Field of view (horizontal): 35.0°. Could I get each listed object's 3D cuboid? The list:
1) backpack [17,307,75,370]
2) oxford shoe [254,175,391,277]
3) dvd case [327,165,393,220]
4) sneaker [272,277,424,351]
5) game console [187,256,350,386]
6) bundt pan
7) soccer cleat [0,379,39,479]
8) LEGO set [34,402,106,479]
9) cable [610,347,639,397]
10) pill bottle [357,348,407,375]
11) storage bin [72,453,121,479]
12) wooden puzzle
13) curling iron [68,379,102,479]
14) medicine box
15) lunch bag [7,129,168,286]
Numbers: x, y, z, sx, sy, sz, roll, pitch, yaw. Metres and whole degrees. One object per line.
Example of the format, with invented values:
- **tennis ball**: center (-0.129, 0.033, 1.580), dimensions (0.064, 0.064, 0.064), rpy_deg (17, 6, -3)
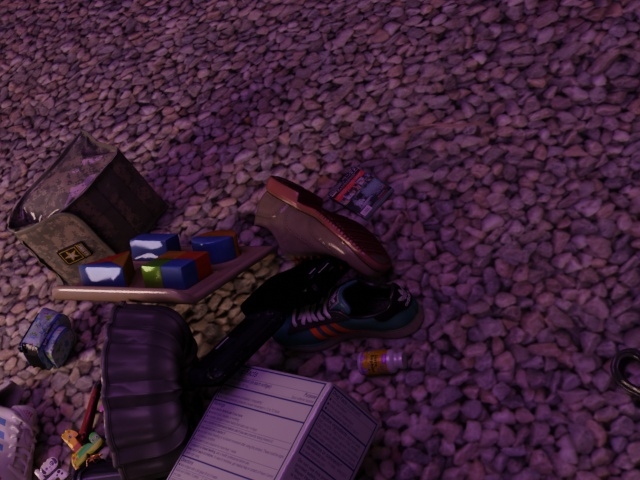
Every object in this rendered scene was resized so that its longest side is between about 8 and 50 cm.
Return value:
- **backpack**: center (-0.569, 0.208, 2.143), dimensions (0.084, 0.105, 0.114), rpy_deg (14, 61, 10)
- **oxford shoe**: center (0.000, 0.000, 2.006), dimensions (0.348, 0.123, 0.130), rpy_deg (37, 104, 41)
- **dvd case**: center (0.081, -0.098, 2.079), dimensions (0.087, 0.013, 0.119), rpy_deg (-48, 47, -11)
- **sneaker**: center (0.030, 0.124, 1.865), dimensions (0.302, 0.121, 0.108), rpy_deg (-11, 52, 22)
- **game console**: center (-0.110, 0.147, 1.846), dimensions (0.213, 0.044, 0.361), rpy_deg (-18, 20, 50)
- **bundt pan**: center (-0.287, 0.266, 1.816), dimensions (0.124, 0.331, 0.331), rpy_deg (-6, 52, 3)
- **soccer cleat**: center (-0.614, 0.408, 2.004), dimensions (0.143, 0.116, 0.331), rpy_deg (-37, 47, -1)
- **LEGO set**: center (-0.447, 0.377, 1.931), dimensions (0.227, 0.087, 0.093), rpy_deg (-44, 68, -11)
- **cable**: center (0.562, 0.262, 1.539), dimensions (0.287, 0.072, 0.140), rpy_deg (19, 83, 50)
- **pill bottle**: center (0.110, 0.216, 1.806), dimensions (0.083, 0.043, 0.043), rpy_deg (-9, 53, 23)
- **storage bin**: center (-0.379, 0.435, 1.846), dimensions (0.091, 0.135, 0.098), rpy_deg (-10, 88, 8)
- **wooden puzzle**: center (-0.301, 0.043, 1.992), dimensions (0.322, 0.081, 0.348), rpy_deg (-1, 14, 29)
- **curling iron**: center (-0.454, 0.391, 1.985), dimensions (0.068, 0.035, 0.274), rpy_deg (1, 57, 29)
- **medicine box**: center (-0.088, 0.371, 1.686), dimensions (0.263, 0.149, 0.289), rpy_deg (4, 57, 49)
- **lunch bag**: center (-0.512, -0.053, 2.214), dimensions (0.169, 0.235, 0.287), rpy_deg (27, 72, 37)
